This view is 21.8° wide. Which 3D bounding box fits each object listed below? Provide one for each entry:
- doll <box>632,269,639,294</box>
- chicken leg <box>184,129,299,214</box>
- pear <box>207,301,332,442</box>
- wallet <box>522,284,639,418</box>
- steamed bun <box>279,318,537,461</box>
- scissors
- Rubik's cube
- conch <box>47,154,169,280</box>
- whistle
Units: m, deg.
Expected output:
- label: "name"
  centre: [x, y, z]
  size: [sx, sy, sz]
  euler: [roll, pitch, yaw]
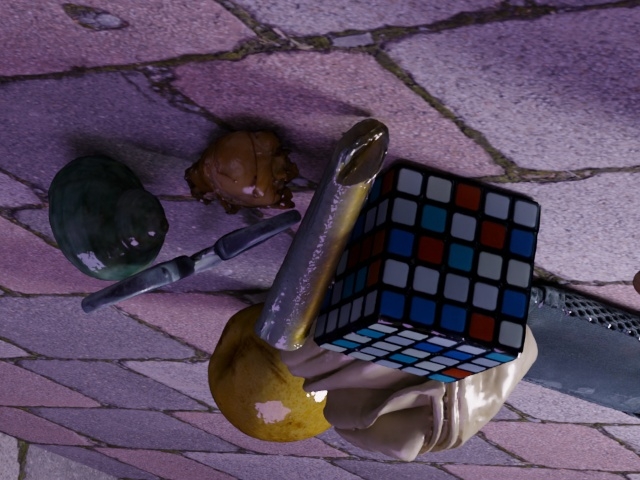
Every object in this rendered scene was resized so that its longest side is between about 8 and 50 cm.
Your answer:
- label: "doll"
  centre: [0.434, 0.019, 1.481]
  size: [0.318, 0.209, 0.340]
  euler: [16, -179, -3]
- label: "chicken leg"
  centre: [-0.089, -0.071, 1.805]
  size: [0.101, 0.085, 0.207]
  euler: [3, 175, -24]
- label: "pear"
  centre: [-0.048, 0.185, 2.345]
  size: [0.209, 0.208, 0.209]
  euler: [10, 162, 3]
- label: "wallet"
  centre: [0.351, 0.138, 2.192]
  size: [0.342, 0.075, 0.237]
  euler: [20, 154, -19]
- label: "steamed bun"
  centre: [0.085, 0.145, 2.057]
  size: [0.289, 0.203, 0.276]
  euler: [40, 141, -14]
- label: "scissors"
  centre: [-0.131, 0.019, 1.926]
  size: [0.256, 0.029, 0.383]
  euler: [-23, -179, 3]
- label: "Rubik's cube"
  centre: [0.120, 0.040, 1.842]
  size: [0.184, 0.182, 0.187]
  euler: [17, 162, -18]
- label: "conch"
  centre: [-0.242, -0.019, 1.910]
  size: [0.176, 0.122, 0.188]
  euler: [56, 175, -29]
- label: "whistle"
  centre: [0.001, 0.001, 1.765]
  size: [0.057, 0.068, 0.326]
  euler: [38, 138, 14]
